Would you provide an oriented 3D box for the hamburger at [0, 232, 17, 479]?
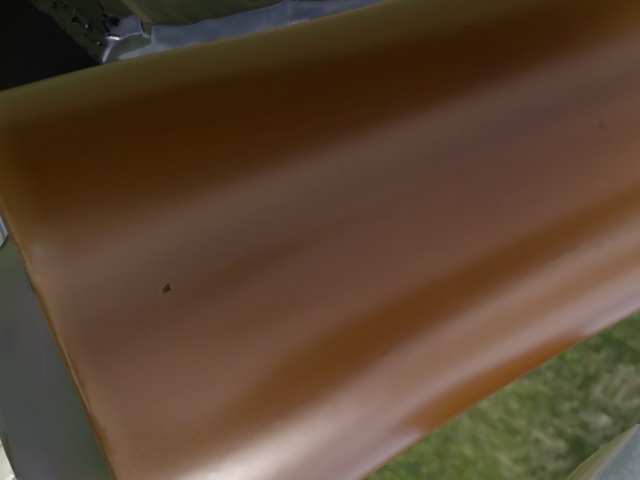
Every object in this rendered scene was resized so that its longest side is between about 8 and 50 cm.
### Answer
[{"bbox_3d":[-0.238,0.057,0.933,0.170,0.302,0.302,-9,128,-58],"label":"hamburger"}]

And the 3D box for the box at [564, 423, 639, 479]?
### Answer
[{"bbox_3d":[0.154,0.161,0.714,0.048,0.152,0.100,-40,174,31],"label":"box"}]

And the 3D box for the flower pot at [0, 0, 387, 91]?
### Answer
[{"bbox_3d":[-0.062,-0.024,0.999,0.251,0.379,0.379,-29,144,-34],"label":"flower pot"}]

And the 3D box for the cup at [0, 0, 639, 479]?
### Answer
[{"bbox_3d":[0.000,0.000,0.617,0.264,0.182,0.226,-22,-176,-11],"label":"cup"}]
